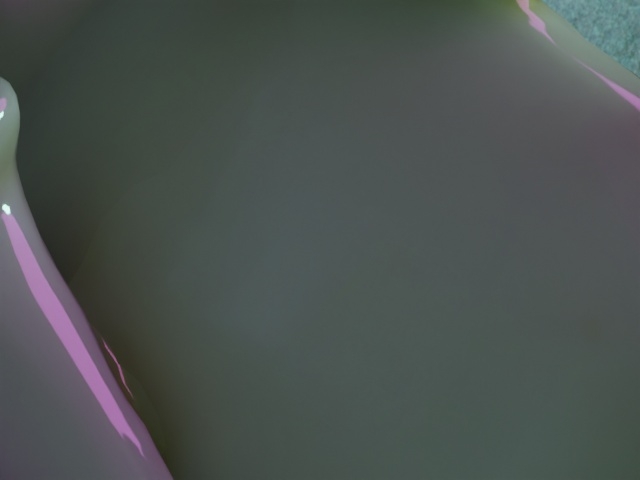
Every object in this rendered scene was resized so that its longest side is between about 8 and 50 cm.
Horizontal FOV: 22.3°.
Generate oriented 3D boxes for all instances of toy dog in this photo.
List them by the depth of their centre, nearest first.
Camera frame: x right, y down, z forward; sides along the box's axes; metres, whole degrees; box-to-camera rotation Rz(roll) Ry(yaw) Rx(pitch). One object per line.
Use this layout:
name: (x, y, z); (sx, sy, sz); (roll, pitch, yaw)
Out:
toy dog: (0.000, 0.000, 0.517); (0.408, 0.284, 0.395); (31, -3, 15)
